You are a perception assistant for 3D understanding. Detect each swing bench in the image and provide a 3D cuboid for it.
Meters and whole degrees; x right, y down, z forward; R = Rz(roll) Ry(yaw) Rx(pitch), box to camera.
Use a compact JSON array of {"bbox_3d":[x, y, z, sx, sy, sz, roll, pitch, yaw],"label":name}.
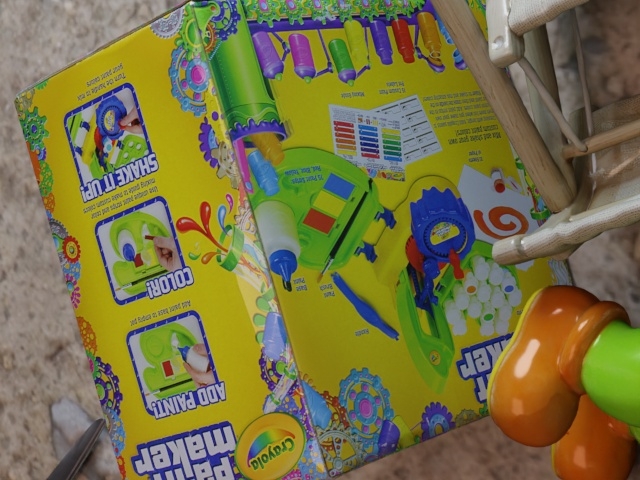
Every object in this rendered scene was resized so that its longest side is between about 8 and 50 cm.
[{"bbox_3d":[0.201,-0.144,0.895,0.253,0.165,0.254,-19,91,40],"label":"swing bench"}]

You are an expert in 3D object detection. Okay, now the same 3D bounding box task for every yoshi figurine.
[{"bbox_3d":[0.278,0.147,0.875,0.362,0.203,0.203,10,120,36],"label":"yoshi figurine"}]

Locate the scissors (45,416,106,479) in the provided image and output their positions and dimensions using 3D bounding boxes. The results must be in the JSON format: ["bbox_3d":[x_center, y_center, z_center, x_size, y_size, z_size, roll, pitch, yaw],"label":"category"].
[{"bbox_3d":[-0.262,0.263,1.453,0.297,0.021,0.109,-34,73,38],"label":"scissors"}]

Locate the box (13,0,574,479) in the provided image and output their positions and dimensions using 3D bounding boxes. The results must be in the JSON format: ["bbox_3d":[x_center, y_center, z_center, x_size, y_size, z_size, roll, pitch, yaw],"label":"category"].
[{"bbox_3d":[0.000,0.000,1.002,0.177,0.290,0.279,-20,84,41],"label":"box"}]
